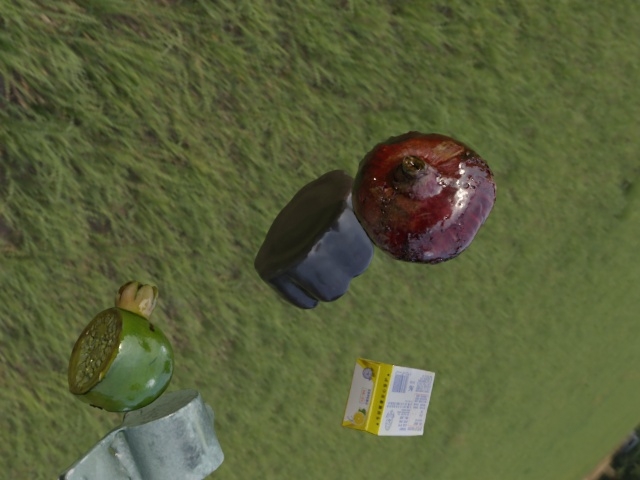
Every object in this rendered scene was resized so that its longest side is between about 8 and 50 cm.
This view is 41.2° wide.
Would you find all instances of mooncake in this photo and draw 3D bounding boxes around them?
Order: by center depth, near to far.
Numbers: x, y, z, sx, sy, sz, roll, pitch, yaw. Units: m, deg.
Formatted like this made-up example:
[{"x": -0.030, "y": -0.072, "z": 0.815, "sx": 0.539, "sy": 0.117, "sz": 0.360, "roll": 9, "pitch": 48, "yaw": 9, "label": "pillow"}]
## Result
[{"x": 0.000, "y": 0.000, "z": 1.868, "sx": 0.306, "sy": 0.306, "sz": 0.154, "roll": -46, "pitch": 116, "yaw": 0, "label": "mooncake"}]

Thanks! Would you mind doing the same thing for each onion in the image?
[{"x": 0.175, "y": -0.085, "z": 1.459, "sx": 0.252, "sy": 0.252, "sz": 0.219, "roll": -41, "pitch": 154, "yaw": -12, "label": "onion"}]

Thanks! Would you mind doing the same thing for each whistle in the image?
[{"x": -0.389, "y": 0.469, "z": 1.862, "sx": 0.404, "sy": 0.168, "sz": 0.188, "roll": -23, "pitch": -171, "yaw": -28, "label": "whistle"}]

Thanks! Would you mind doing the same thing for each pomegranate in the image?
[{"x": -0.359, "y": 0.209, "z": 1.584, "sx": 0.159, "sy": 0.241, "sz": 0.190, "roll": 30, "pitch": 117, "yaw": -36, "label": "pomegranate"}]

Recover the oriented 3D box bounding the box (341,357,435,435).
[{"x": 0.165, "y": 0.372, "z": 2.008, "sx": 0.265, "sy": 0.097, "sz": 0.168, "roll": 19, "pitch": 82, "yaw": -59, "label": "box"}]
